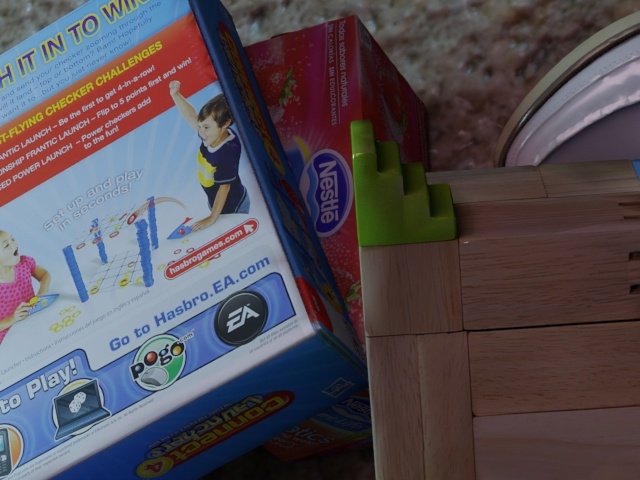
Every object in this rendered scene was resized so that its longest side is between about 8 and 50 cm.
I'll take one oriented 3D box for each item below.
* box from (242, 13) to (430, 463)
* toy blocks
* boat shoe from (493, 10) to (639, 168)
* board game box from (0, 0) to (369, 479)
[{"bbox_3d":[0.000,0.000,1.246,0.122,0.128,0.257,-14,60,21],"label":"box"},{"bbox_3d":[0.157,0.107,0.993,0.260,0.381,0.191,-4,22,2],"label":"toy blocks"},{"bbox_3d":[0.254,-0.090,1.182,0.302,0.113,0.103,-29,51,9],"label":"boat shoe"},{"bbox_3d":[-0.158,0.021,1.185,0.308,0.086,0.302,-29,56,12],"label":"board game box"}]
